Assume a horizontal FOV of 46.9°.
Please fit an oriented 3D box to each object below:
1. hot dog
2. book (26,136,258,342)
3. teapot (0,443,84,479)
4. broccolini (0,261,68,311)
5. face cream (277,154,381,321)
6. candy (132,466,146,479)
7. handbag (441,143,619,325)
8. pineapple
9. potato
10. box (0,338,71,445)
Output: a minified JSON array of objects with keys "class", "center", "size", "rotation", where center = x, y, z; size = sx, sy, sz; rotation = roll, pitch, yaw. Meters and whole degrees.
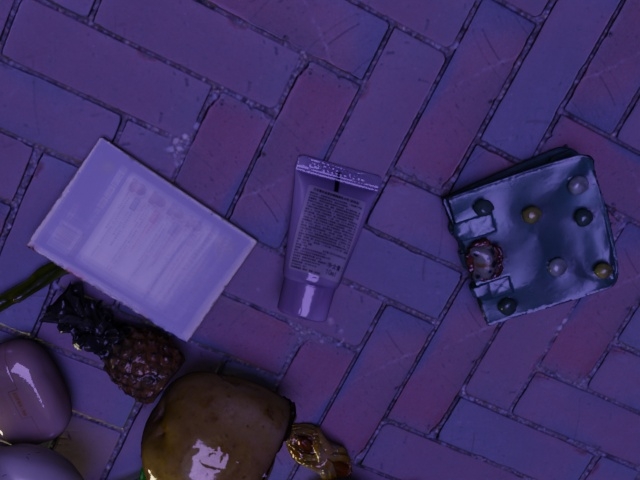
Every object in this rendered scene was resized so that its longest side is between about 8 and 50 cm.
[{"class":"hot dog","center":[-0.001,0.412,1.417],"size":[0.169,0.061,0.078],"rotation":[35,100,-14]},{"class":"book","center":[-0.301,0.004,1.269],"size":[0.323,0.018,0.228],"rotation":[35,91,-15]},{"class":"teapot","center":[-0.509,0.464,1.295],"size":[0.209,0.165,0.299],"rotation":[-11,121,6]},{"class":"broccolini","center":[-0.579,0.156,1.289],"size":[0.392,0.078,0.074],"rotation":[-31,140,4]},{"class":"face cream","center":[0.000,0.000,1.287],"size":[0.154,0.096,0.273],"rotation":[15,92,-7]},{"class":"candy","center":[-0.397,0.480,1.404],"size":[0.324,0.097,0.097],"rotation":[-17,108,9]},{"class":"handbag","center":[0.381,-0.001,1.307],"size":[0.274,0.100,0.268],"rotation":[-19,109,0]},{"class":"pineapple","center":[-0.362,0.175,1.289],"size":[0.248,0.128,0.128],"rotation":[38,100,-8]},{"class":"potato","center":[-0.198,0.351,1.288],"size":[0.243,0.242,0.285],"rotation":[38,91,-15]},{"class":"box","center":[-0.530,0.272,1.312],"size":[0.146,0.088,0.200],"rotation":[-19,109,2]}]
